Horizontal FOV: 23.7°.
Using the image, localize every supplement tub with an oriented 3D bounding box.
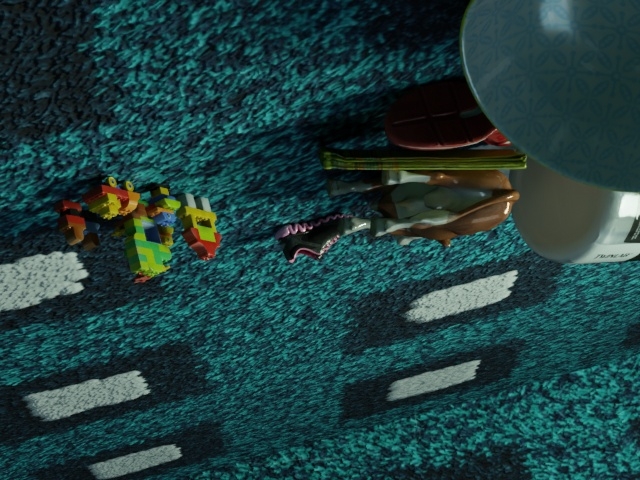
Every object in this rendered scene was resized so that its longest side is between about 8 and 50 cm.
[{"bbox_3d":[0.419,-0.069,2.006,0.316,0.193,0.193,-2,158,-36],"label":"supplement tub"}]

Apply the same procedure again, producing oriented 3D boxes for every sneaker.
[{"bbox_3d":[0.175,-0.131,1.785,0.221,0.087,0.128,-11,161,-11],"label":"sneaker"},{"bbox_3d":[0.000,0.000,2.078,0.119,0.057,0.047,-14,160,-10],"label":"sneaker"}]

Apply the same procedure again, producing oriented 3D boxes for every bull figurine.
[{"bbox_3d":[0.123,-0.045,1.907,0.188,0.101,0.310,-3,175,-21],"label":"bull figurine"}]

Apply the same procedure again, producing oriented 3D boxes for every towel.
[{"bbox_3d":[0.116,-0.100,1.785,0.237,0.021,0.102,0,-168,-4],"label":"towel"}]

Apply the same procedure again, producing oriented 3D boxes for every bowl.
[{"bbox_3d":[0.298,-0.205,1.500,0.289,0.289,0.156,-40,-167,53],"label":"bowl"}]

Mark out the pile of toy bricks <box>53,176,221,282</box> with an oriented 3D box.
[{"bbox_3d":[-0.214,0.000,1.812,0.118,0.105,0.212,-25,160,28],"label":"pile of toy bricks"}]
